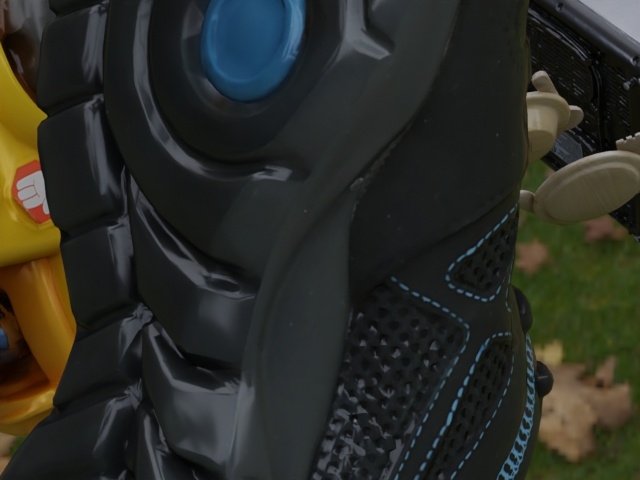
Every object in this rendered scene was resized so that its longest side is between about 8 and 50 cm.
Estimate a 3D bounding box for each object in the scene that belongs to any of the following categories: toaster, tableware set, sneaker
[{"bbox_3d":[0.188,-0.110,1.145,0.110,0.168,0.186,-31,47,-17],"label":"toaster"},{"bbox_3d":[0.082,-0.022,0.917,0.169,0.141,0.020,-29,59,17],"label":"tableware set"},{"bbox_3d":[0.000,0.000,0.491,0.140,0.340,0.125,7,12,-46],"label":"sneaker"}]

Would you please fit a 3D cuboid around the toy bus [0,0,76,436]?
[{"bbox_3d":[-0.152,-0.005,0.656,0.149,0.220,0.211,-11,17,37],"label":"toy bus"}]
